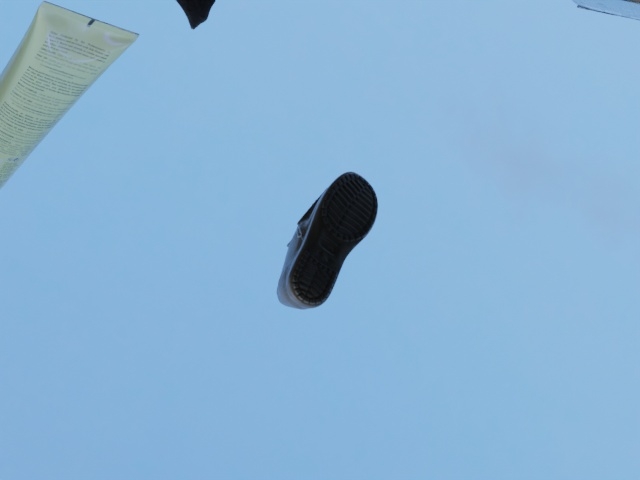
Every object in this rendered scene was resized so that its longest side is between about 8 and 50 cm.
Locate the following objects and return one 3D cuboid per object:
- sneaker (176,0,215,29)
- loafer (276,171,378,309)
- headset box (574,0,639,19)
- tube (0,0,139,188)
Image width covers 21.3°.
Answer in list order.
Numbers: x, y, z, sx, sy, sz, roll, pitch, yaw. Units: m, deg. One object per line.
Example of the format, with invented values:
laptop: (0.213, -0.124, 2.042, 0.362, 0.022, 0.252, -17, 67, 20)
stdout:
sneaker: (-0.137, -0.254, 1.350, 0.170, 0.089, 0.051, 39, -178, -10)
loafer: (0.000, 0.000, 1.450, 0.056, 0.050, 0.148, 45, -128, -17)
headset box: (0.279, -0.309, 1.293, 0.131, 0.283, 0.246, 13, -174, 11)
tube: (-0.258, -0.128, 1.523, 0.062, 0.240, 0.070, 51, -138, 5)
